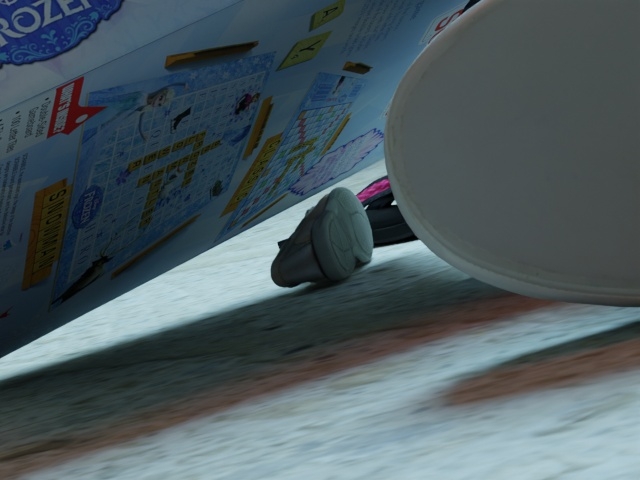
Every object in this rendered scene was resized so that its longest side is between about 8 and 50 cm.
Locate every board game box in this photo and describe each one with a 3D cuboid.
[{"bbox_3d":[-0.057,-0.069,0.881,0.318,0.066,0.319,-28,-13,-24],"label":"board game box"}]

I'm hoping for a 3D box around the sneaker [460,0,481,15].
[{"bbox_3d":[0.120,-0.104,0.758,0.148,0.131,0.350,-24,-33,-14],"label":"sneaker"}]

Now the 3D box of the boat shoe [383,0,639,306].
[{"bbox_3d":[0.190,-0.049,0.671,0.340,0.127,0.158,-13,-9,1],"label":"boat shoe"}]

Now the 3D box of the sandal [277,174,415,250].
[{"bbox_3d":[0.036,-0.021,1.190,0.067,0.040,0.179,-19,6,-43],"label":"sandal"}]

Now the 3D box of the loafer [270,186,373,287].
[{"bbox_3d":[0.000,0.000,1.050,0.039,0.045,0.125,-21,6,12],"label":"loafer"}]
